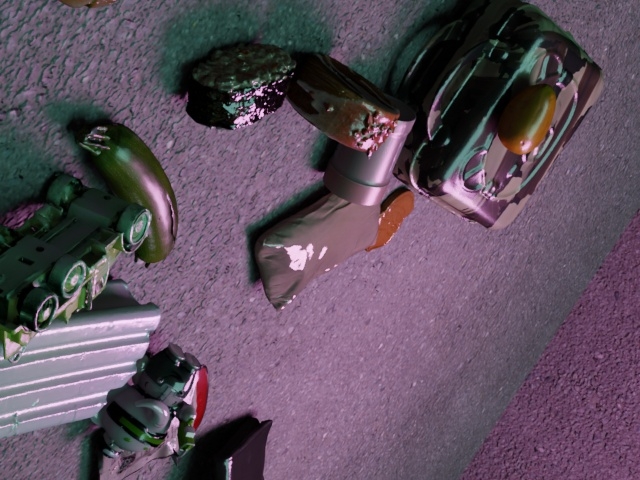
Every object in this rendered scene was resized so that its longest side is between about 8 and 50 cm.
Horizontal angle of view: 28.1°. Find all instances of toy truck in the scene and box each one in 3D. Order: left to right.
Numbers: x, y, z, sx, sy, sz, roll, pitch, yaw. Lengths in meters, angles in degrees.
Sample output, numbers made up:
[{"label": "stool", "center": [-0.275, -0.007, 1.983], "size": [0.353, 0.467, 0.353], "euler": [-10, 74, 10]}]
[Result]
[{"label": "toy truck", "center": [-0.305, 0.038, 1.431], "size": [0.259, 0.128, 0.135], "euler": [-51, 156, -45]}]

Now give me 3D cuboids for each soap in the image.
[{"label": "soap", "center": [-0.347, 0.145, 1.585], "size": [0.289, 0.095, 0.173], "euler": [-6, 127, -58]}]

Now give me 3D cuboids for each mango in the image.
[{"label": "mango", "center": [0.315, -0.184, 1.923], "size": [0.080, 0.060, 0.114], "euler": [2, 115, -43]}]

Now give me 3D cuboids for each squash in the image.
[{"label": "squash", "center": [-0.221, -0.055, 1.568], "size": [0.080, 0.071, 0.318], "euler": [-44, 153, -17]}]

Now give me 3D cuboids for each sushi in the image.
[{"label": "sushi", "center": [-0.096, -0.195, 1.587], "size": [0.150, 0.090, 0.078], "euler": [-26, 139, -41]}]

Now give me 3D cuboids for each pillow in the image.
[{"label": "pillow", "center": [0.000, 0.000, 2.020], "size": [0.270, 0.067, 0.173], "euler": [-35, 144, -33]}]

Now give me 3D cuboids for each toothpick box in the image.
[{"label": "toothpick box", "center": [0.073, -0.140, 1.927], "size": [0.098, 0.098, 0.149], "euler": [-17, 136, -51]}]

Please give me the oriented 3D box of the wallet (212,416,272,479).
[{"label": "wallet", "center": [-0.146, 0.507, 2.269], "size": [0.197, 0.051, 0.378], "euler": [-40, 138, -64]}]

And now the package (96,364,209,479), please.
[{"label": "package", "center": [-0.263, 0.305, 2.003], "size": [0.239, 0.030, 0.154], "euler": [-31, 146, -38]}]

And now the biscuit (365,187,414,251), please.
[{"label": "biscuit", "center": [0.119, -0.034, 2.230], "size": [0.130, 0.019, 0.102], "euler": [-49, 153, -7]}]

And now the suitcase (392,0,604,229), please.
[{"label": "suitcase", "center": [0.254, -0.220, 2.034], "size": [0.339, 0.194, 0.351], "euler": [26, 100, -49]}]

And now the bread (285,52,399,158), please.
[{"label": "bread", "center": [0.030, -0.185, 1.733], "size": [0.073, 0.160, 0.160], "euler": [-54, 155, 15]}]

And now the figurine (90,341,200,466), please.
[{"label": "figurine", "center": [-0.252, 0.240, 1.850], "size": [0.147, 0.126, 0.192], "euler": [35, 100, -30]}]

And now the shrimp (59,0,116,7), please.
[{"label": "shrimp", "center": [-0.186, -0.319, 1.317], "size": [0.267, 0.061, 0.145], "euler": [-19, 129, -46]}]
